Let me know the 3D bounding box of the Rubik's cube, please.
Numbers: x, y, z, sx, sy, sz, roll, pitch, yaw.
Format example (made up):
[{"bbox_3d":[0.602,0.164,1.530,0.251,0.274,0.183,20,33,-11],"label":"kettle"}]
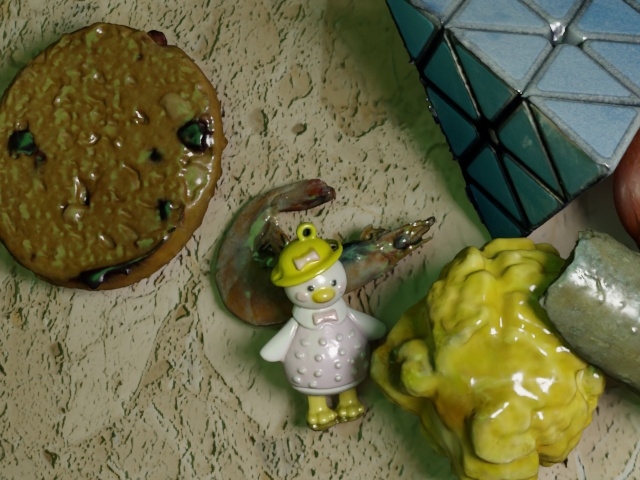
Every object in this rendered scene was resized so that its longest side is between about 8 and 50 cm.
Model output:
[{"bbox_3d":[0.199,-0.129,1.308,0.233,0.228,0.228,-9,75,36],"label":"Rubik's cube"}]

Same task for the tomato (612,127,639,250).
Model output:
[{"bbox_3d":[0.359,-0.048,1.266,0.208,0.208,0.184,9,77,23],"label":"tomato"}]

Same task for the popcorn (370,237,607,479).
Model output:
[{"bbox_3d":[0.157,0.108,1.342,0.200,0.226,0.203,-30,22,-18],"label":"popcorn"}]

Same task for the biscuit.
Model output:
[{"bbox_3d":[-0.234,-0.088,1.574,0.296,0.075,0.296,-3,81,17],"label":"biscuit"}]

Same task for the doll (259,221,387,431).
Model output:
[{"bbox_3d":[0.001,0.080,1.417,0.129,0.081,0.207,-12,108,-10],"label":"doll"}]

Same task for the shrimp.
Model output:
[{"bbox_3d":[-0.001,0.000,1.479,0.251,0.052,0.144,-17,70,18],"label":"shrimp"}]

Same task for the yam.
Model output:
[{"bbox_3d":[0.303,0.092,1.259,0.259,0.106,0.106,33,92,-4],"label":"yam"}]
